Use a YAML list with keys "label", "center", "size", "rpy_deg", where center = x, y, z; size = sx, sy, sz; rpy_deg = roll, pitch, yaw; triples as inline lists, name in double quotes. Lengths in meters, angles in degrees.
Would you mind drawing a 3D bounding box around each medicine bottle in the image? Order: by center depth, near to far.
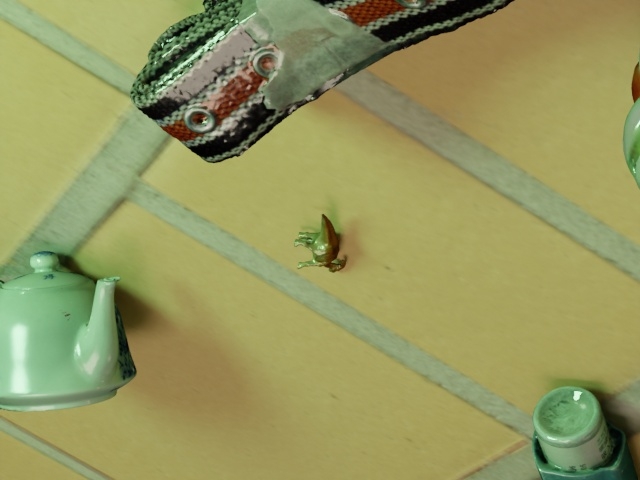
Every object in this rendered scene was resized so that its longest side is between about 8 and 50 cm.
- label: "medicine bottle"
  center: [0.239, 0.234, 1.637]
  size: [0.124, 0.079, 0.258]
  rpy_deg: [6, 142, 24]

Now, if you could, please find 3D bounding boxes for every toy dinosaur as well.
- label: "toy dinosaur"
  center: [-0.004, 0.001, 1.501]
  size: [0.041, 0.026, 0.113]
  rpy_deg: [5, 152, 13]

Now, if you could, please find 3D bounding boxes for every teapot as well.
- label: "teapot"
  center: [-0.261, 0.082, 1.677]
  size: [0.232, 0.159, 0.159]
  rpy_deg: [0, 141, 45]

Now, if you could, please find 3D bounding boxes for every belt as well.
- label: "belt"
  center: [0.008, -0.159, 1.194]
  size: [0.094, 0.126, 0.359]
  rpy_deg: [38, 142, -25]

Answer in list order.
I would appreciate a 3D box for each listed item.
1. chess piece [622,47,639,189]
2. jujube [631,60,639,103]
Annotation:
- label: "chess piece"
  center: [0.224, -0.113, 1.000]
  size: [0.139, 0.271, 0.139]
  rpy_deg: [16, 145, 12]
- label: "jujube"
  center: [0.289, -0.081, 1.153]
  size: [0.176, 0.109, 0.112]
  rpy_deg: [28, 141, -1]
